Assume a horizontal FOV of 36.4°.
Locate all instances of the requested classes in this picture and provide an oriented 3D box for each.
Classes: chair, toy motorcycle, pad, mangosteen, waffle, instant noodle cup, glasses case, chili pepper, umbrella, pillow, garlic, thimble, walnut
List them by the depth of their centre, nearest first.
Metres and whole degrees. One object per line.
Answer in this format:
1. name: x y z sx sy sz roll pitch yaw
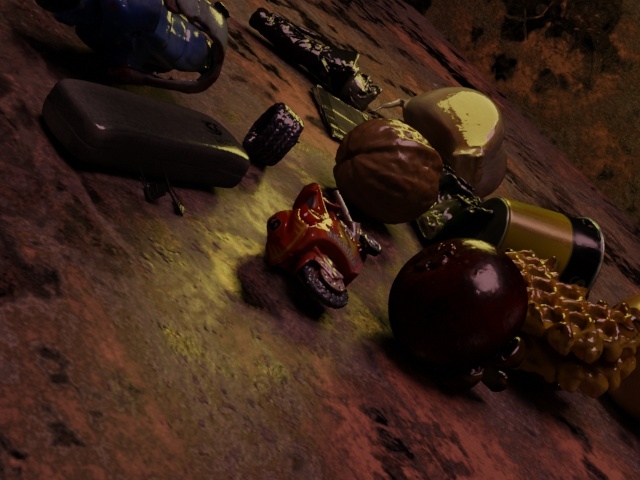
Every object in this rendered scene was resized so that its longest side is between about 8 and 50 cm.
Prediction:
1. chair: -0.223 -0.068 1.353 0.037 0.042 0.086 -111 179 -50
2. glasses case: -0.245 -0.150 1.411 0.323 0.074 0.131 8 35 -52
3. mangosteen: 0.219 0.124 1.478 0.215 0.215 0.257 -85 152 -64
4. toy motorcycle: 0.001 0.002 1.485 0.171 0.089 0.298 37 21 -3
5. toy motorcycle: -0.272 -0.360 1.549 0.319 0.241 0.182 22 45 -63
6. thimble: -0.082 -0.184 1.699 0.066 0.104 0.095 38 24 -23
7. waffle: 0.398 0.133 1.703 0.261 0.151 0.324 -2 26 -45
8. pillow: 0.402 0.220 1.760 0.118 0.043 0.185 35 18 19
9. walnut: 0.132 -0.129 1.826 0.213 0.213 0.213 33 23 -15
10. chili pepper: 0.258 -0.064 1.989 0.116 0.148 0.264 57 6 -38
11. instant noodle cup: 0.438 0.016 2.037 0.236 0.215 0.215 19 28 -21
12. pad: 0.067 -0.257 2.195 0.174 0.022 0.233 27 26 -30
13. umbrella: -0.009 -0.442 2.320 0.358 0.106 0.113 35 26 -9
14. garlic: 0.326 -0.244 2.427 0.246 0.231 0.340 -36 50 -23

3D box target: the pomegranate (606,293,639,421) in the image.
1. pomegranate: 0.669 0.223 1.887 0.307 0.307 0.307 33 23 -15
